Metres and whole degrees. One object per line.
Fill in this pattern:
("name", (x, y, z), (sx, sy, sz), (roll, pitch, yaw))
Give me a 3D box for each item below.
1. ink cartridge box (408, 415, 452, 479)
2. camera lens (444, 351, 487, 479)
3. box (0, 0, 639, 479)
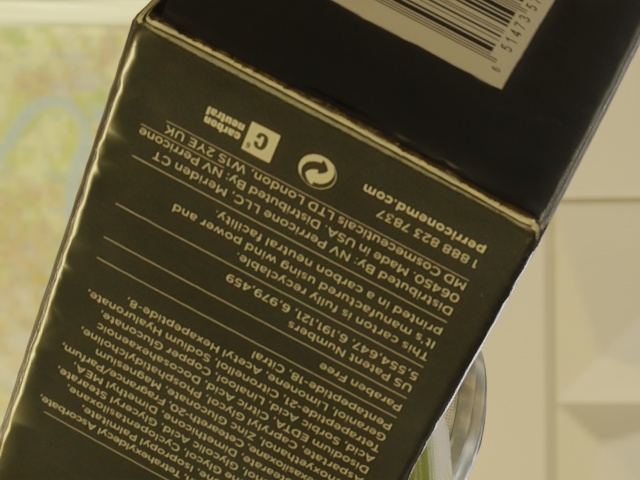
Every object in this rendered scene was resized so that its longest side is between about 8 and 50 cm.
("ink cartridge box", (0.073, 0.212, 1.435), (0.056, 0.171, 0.235), (-9, 147, 10))
("camera lens", (0.001, 0.147, 1.850), (0.274, 0.219, 0.219), (16, 168, -19))
("box", (0.000, 0.000, 1.107), (0.212, 0.293, 0.395), (28, 131, 5))
